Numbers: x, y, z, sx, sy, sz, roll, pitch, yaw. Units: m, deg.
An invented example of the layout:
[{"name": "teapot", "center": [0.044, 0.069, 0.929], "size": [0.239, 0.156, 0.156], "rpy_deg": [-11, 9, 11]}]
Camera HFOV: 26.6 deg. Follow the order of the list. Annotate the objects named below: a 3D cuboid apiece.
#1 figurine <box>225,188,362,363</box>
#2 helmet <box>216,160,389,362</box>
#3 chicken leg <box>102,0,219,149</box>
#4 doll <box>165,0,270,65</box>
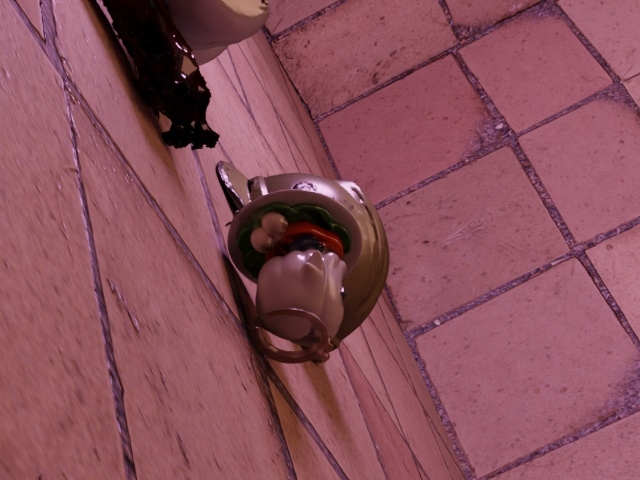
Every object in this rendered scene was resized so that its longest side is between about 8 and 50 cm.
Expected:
[{"name": "figurine", "center": [-0.026, 0.043, 1.228], "size": [0.153, 0.132, 0.132], "rpy_deg": [-90, 156, -51]}, {"name": "helmet", "center": [0.001, -0.005, 1.535], "size": [0.257, 0.137, 0.204], "rpy_deg": [63, 5, 6]}, {"name": "chicken leg", "center": [-0.160, -0.188, 1.256], "size": [0.233, 0.063, 0.105], "rpy_deg": [62, 0, 10]}, {"name": "doll", "center": [-0.122, -0.236, 1.359], "size": [0.181, 0.107, 0.110], "rpy_deg": [-23, -95, 64]}]
